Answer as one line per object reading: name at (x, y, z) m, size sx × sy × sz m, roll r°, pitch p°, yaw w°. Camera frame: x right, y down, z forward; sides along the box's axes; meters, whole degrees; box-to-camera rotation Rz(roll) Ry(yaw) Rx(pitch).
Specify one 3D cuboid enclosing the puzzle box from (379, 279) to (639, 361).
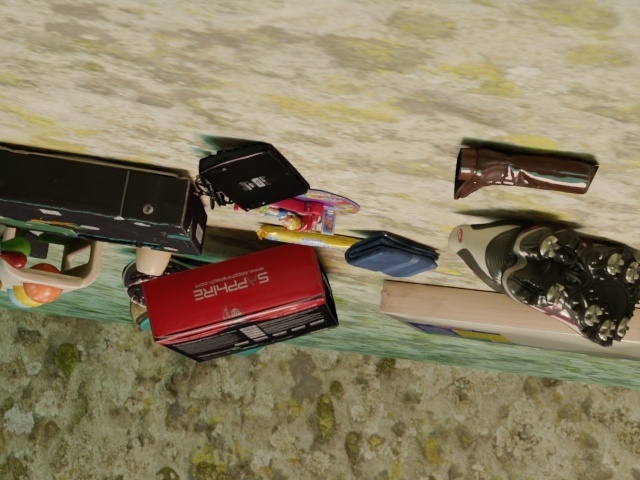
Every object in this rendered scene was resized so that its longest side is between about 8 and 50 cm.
puzzle box at (0.319, 0.127, 2.114) m, size 0.409 × 0.052 × 0.272 m, roll 6°, pitch 172°, yaw 19°

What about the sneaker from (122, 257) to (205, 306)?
sneaker at (-0.194, 0.078, 2.236) m, size 0.271 × 0.100 × 0.108 m, roll 17°, pitch -179°, yaw -19°

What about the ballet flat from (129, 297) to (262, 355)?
ballet flat at (-0.211, 0.117, 2.415) m, size 0.123 × 0.123 × 0.348 m, roll 3°, pitch 169°, yaw 35°

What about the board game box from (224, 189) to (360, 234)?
board game box at (-0.043, -0.032, 1.486) m, size 0.169 × 0.033 × 0.133 m, roll 8°, pitch 172°, yaw 7°

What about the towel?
towel at (0.087, 0.019, 1.668) m, size 0.067 × 0.029 × 0.119 m, roll -20°, pitch 159°, yaw 35°

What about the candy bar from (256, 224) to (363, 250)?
candy bar at (0.000, 0.000, 1.710) m, size 0.161 × 0.018 × 0.040 m, roll 8°, pitch 171°, yaw -1°

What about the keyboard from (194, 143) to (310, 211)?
keyboard at (-0.076, -0.068, 1.327) m, size 0.100 × 0.038 × 0.192 m, roll -16°, pitch 167°, yaw 7°

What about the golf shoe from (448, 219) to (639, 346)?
golf shoe at (0.251, 0.033, 1.470) m, size 0.120 × 0.105 × 0.273 m, roll 23°, pitch 178°, yaw 44°

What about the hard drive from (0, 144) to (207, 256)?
hard drive at (-0.303, -0.050, 1.536) m, size 0.339 × 0.064 × 0.237 m, roll 8°, pitch 172°, yaw 2°

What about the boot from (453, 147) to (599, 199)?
boot at (0.169, -0.051, 1.139) m, size 0.114 × 0.037 × 0.106 m, roll 4°, pitch 174°, yaw 2°

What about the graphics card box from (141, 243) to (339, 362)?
graphics card box at (-0.101, 0.092, 1.937) m, size 0.233 × 0.094 × 0.371 m, roll -15°, pitch 169°, yaw 2°

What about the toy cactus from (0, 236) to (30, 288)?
toy cactus at (-0.437, 0.027, 1.587) m, size 0.219 × 0.112 × 0.180 m, roll -5°, pitch 156°, yaw -21°

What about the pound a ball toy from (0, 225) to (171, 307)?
pound a ball toy at (-0.340, 0.029, 1.867) m, size 0.208 × 0.136 × 0.319 m, roll 12°, pitch 172°, yaw -19°

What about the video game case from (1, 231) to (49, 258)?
video game case at (-0.582, -0.020, 2.141) m, size 0.248 × 0.035 × 0.275 m, roll 8°, pitch 172°, yaw 7°
